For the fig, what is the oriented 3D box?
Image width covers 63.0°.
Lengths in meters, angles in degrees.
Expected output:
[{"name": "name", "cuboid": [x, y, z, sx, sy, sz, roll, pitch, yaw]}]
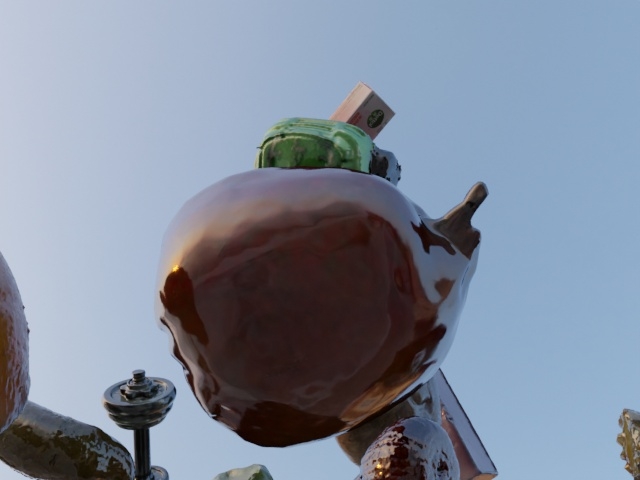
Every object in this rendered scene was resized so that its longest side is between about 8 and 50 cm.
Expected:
[{"name": "fig", "cuboid": [0.098, 0.338, 0.755, 0.201, 0.146, 0.134, -36, -122, 39]}]

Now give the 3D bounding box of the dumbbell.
[{"name": "dumbbell", "cuboid": [-0.277, 0.324, 0.814, 0.110, 0.110, 0.255, 2, -81, 12]}]

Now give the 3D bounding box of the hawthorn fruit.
[{"name": "hawthorn fruit", "cuboid": [-0.008, 0.060, 0.565, 0.324, 0.308, 0.309, -14, -69, -17]}]

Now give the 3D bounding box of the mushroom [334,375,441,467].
[{"name": "mushroom", "cuboid": [0.128, 0.299, 1.011, 0.278, 0.278, 0.146, 48, -32, -9]}]

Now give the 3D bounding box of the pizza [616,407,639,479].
[{"name": "pizza", "cuboid": [0.420, 0.437, 0.525, 0.440, 0.130, 0.406, 40, -94, 27]}]

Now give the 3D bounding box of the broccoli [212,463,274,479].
[{"name": "broccoli", "cuboid": [-0.051, 0.402, 0.588, 0.347, 0.293, 0.281, -23, -100, 47]}]

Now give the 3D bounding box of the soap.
[{"name": "soap", "cuboid": [0.212, 0.474, 1.214, 0.285, 0.296, 0.107, -43, -45, 21]}]

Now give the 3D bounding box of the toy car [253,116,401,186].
[{"name": "toy car", "cuboid": [0.000, 0.000, 0.805, 0.213, 0.176, 0.359, 15, -48, 28]}]

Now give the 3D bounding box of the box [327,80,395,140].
[{"name": "box", "cuboid": [0.067, -0.215, 0.959, 0.125, 0.089, 0.043, -50, -130, 13]}]

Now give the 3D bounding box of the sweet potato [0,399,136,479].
[{"name": "sweet potato", "cuboid": [-0.367, 0.282, 0.720, 0.310, 0.098, 0.124, 36, -24, -5]}]

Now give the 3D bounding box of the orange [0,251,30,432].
[{"name": "orange", "cuboid": [-0.390, 0.066, 0.426, 0.274, 0.274, 0.310, -42, -116, 24]}]
